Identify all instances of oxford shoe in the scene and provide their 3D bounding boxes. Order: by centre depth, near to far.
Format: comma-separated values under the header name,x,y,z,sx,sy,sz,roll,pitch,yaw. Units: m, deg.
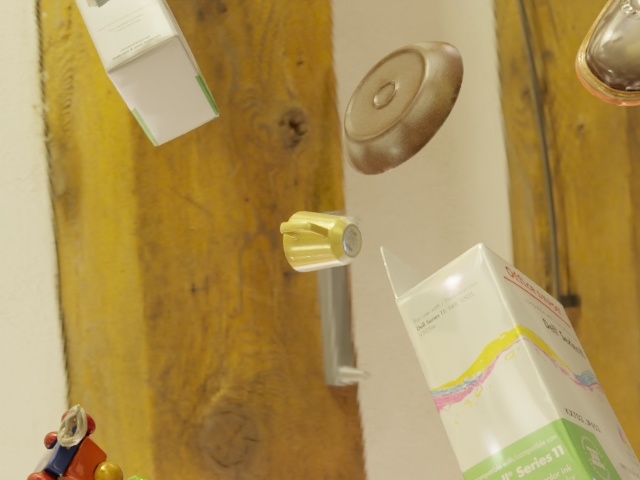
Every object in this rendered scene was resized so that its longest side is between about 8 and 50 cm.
name,x,y,z,sx,sy,sz,roll,pitch,yaw
oxford shoe,0.373,-0.270,1.021,0.363,0.133,0.130,-43,-113,-11

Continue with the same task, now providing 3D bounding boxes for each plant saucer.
name,x,y,z,sx,sy,sz,roll,pitch,yaw
plant saucer,0.092,-0.175,1.386,0.036,0.198,0.199,33,-111,-32

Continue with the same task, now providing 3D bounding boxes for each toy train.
name,x,y,z,sx,sy,sz,roll,pitch,yaw
toy train,-0.251,0.268,1.270,0.143,0.248,0.105,31,-126,-11

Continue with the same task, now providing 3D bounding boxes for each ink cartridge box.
name,x,y,z,sx,sy,sz,roll,pitch,yaw
ink cartridge box,0.204,0.144,1.157,0.207,0.119,0.353,33,-151,-47
ink cartridge box,-0.215,-0.246,1.293,0.092,0.160,0.219,-27,-120,-1

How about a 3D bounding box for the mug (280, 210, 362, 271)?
name,x,y,z,sx,sy,sz,roll,pitch,yaw
mug,0.002,0.003,1.107,0.078,0.064,0.062,-24,-72,-50
